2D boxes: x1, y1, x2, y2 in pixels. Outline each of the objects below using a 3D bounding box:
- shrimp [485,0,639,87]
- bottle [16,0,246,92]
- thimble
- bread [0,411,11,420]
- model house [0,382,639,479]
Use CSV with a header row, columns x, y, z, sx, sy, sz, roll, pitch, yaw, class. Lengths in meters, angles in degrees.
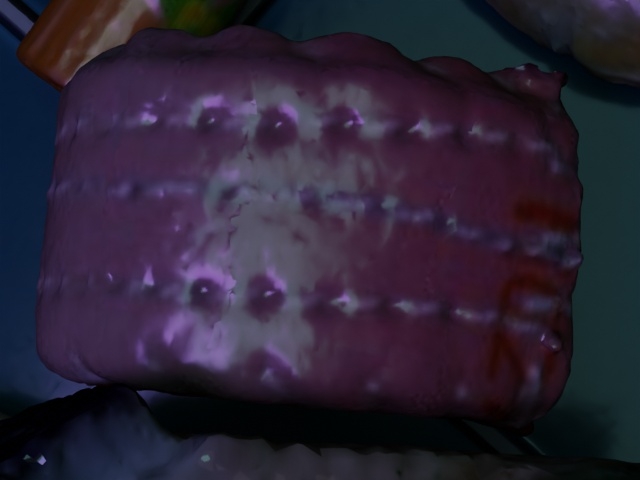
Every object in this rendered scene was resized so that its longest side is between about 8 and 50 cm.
x,y,z,sx,sy,sz,roll,pitch,yaw,class
0.107,-0.266,0.513,0.221,0.110,0.446,-23,87,15,shrimp
-0.050,-0.134,0.535,0.069,0.069,0.187,35,92,9,bottle
-0.006,0.000,0.467,0.189,0.163,0.125,7,84,-1,thimble
-0.218,0.209,0.542,0.316,0.054,0.316,-1,86,7,bread
-0.062,0.198,0.387,0.284,0.243,0.299,10,78,-14,model house
